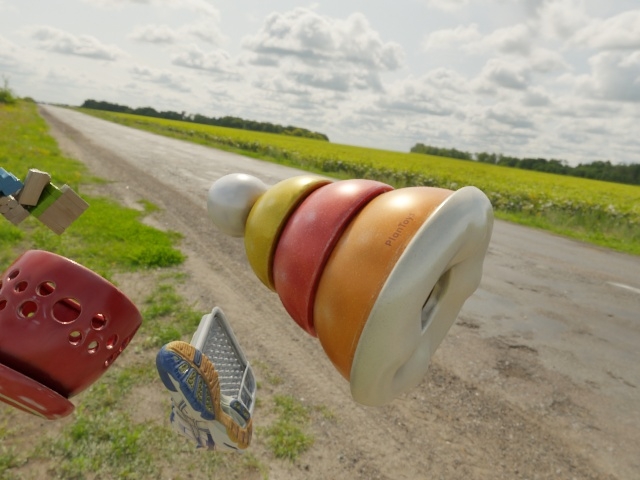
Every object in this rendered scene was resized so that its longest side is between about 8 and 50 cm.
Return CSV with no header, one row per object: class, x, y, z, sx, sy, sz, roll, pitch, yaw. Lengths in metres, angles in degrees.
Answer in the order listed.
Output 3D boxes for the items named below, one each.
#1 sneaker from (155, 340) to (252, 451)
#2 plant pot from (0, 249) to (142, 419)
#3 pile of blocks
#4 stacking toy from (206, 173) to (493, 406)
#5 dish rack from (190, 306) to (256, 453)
sneaker,-0.249,0.320,0.881,0.131,0.296,0.111,-17,30,13
plant pot,-0.372,0.136,0.626,0.191,0.191,0.174,12,56,17
pile of blocks,-0.716,-0.119,1.033,0.113,0.148,0.362,32,7,25
stacking toy,0.000,0.000,0.760,0.480,0.350,0.351,30,22,27
dish rack,-0.276,0.380,1.254,0.073,0.332,0.285,-14,27,9
